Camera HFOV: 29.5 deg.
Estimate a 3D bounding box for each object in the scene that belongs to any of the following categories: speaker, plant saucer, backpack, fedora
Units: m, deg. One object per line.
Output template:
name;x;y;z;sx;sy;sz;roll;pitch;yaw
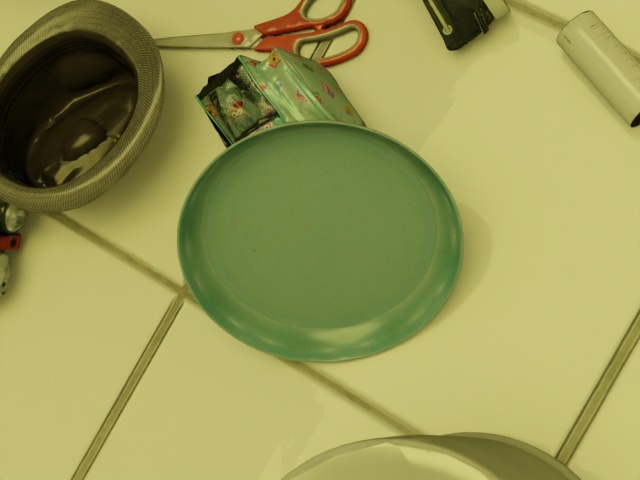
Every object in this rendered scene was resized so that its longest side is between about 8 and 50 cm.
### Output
speaker;0.329;-0.193;1.367;0.055;0.055;0.136;-39;71;8
plant saucer;0.000;0.000;1.357;0.317;0.044;0.318;1;122;2
backpack;-0.030;-0.124;1.414;0.144;0.166;0.188;-32;75;20
fedora;-0.300;-0.152;1.529;0.243;0.124;0.275;33;86;20

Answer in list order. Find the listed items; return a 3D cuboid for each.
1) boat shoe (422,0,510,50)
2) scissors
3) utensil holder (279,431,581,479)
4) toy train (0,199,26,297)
boat shoe;0.098;-0.361;1.415;0.091;0.114;0.302;-37;85;13
scissors;-0.086;-0.246;1.531;0.297;0.021;0.109;-14;78;14
utensil holder;0.114;0.347;1.166;0.327;0.385;0.328;-3;80;18
toy train;-0.539;-0.022;1.588;0.334;0.142;0.190;12;96;18
